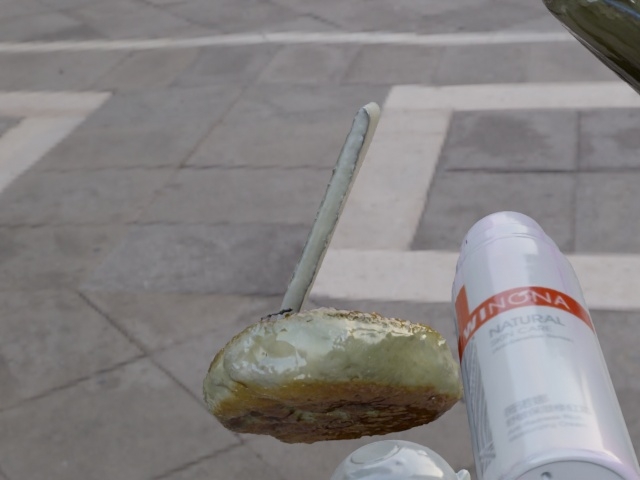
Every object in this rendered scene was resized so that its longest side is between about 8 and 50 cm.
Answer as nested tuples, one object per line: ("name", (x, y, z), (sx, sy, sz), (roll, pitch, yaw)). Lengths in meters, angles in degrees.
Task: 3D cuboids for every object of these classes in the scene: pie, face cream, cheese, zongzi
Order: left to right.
("cheese", (-0.002, -0.001, 1.505), (0.034, 0.400, 0.085), (23, 18, 1))
("pie", (0.009, 0.176, 1.301), (0.315, 0.315, 0.092), (-5, 63, 1))
("face cream", (0.148, 0.079, 0.781), (0.102, 0.102, 0.345), (-4, 28, 3))
("zongzi", (0.281, -0.144, 0.945), (0.221, 0.242, 0.112), (3, 29, -12))

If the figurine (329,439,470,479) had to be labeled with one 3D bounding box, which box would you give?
("figurine", (0.171, 0.465, 1.557), (0.275, 0.394, 0.226), (-21, 8, 8))
